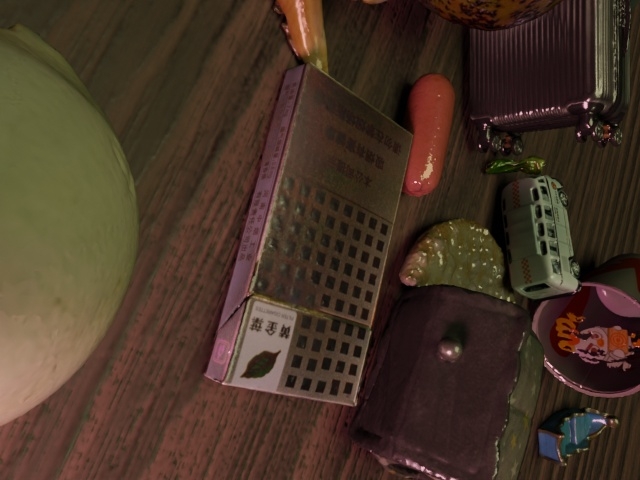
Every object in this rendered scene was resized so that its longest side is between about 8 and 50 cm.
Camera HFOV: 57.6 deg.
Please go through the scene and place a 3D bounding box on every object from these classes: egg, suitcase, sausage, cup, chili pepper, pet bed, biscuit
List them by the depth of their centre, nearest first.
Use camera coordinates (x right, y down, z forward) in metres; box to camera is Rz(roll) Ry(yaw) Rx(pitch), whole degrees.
[{"bbox_3d":[-0.207,-0.006,0.338,0.286,0.174,0.264,-54,128,-32],"label":"egg"},{"bbox_3d":[0.141,0.170,0.659,0.159,0.183,0.211,39,66,-41],"label":"pet bed"},{"bbox_3d":[0.130,-0.130,0.726,0.062,0.062,0.154,21,76,-41],"label":"sausage"},{"bbox_3d":[0.312,-0.280,0.800,0.128,0.202,0.312,-1,92,-43],"label":"suitcase"},{"bbox_3d":[0.206,0.041,0.817,0.290,0.038,0.141,30,70,-41],"label":"biscuit"},{"bbox_3d":[0.293,-0.112,0.876,0.034,0.091,0.030,-84,171,-57],"label":"chili pepper"},{"bbox_3d":[0.518,0.123,1.028,0.288,0.203,0.203,-21,105,-47],"label":"cup"}]

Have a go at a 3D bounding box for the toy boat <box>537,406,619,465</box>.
[{"bbox_3d":[0.461,0.342,1.035,0.185,0.077,0.075,-5,94,-43],"label":"toy boat"}]

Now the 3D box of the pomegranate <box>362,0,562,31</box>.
[{"bbox_3d":[0.151,-0.344,0.614,0.341,0.285,0.285,-34,114,-19],"label":"pomegranate"}]

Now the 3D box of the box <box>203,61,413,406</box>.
[{"bbox_3d":[0.001,0.001,0.619,0.180,0.047,0.325,24,74,-40],"label":"box"}]

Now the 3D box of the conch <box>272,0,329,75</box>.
[{"bbox_3d":[-0.022,-0.322,0.560,0.109,0.093,0.330,-30,112,-46],"label":"conch"}]

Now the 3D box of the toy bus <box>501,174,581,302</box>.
[{"bbox_3d":[0.324,-0.010,0.877,0.089,0.087,0.194,15,66,-38],"label":"toy bus"}]

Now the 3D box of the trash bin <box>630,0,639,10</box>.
[{"bbox_3d":[0.480,-0.456,1.029,0.236,0.101,0.176,-37,113,-40],"label":"trash bin"}]
